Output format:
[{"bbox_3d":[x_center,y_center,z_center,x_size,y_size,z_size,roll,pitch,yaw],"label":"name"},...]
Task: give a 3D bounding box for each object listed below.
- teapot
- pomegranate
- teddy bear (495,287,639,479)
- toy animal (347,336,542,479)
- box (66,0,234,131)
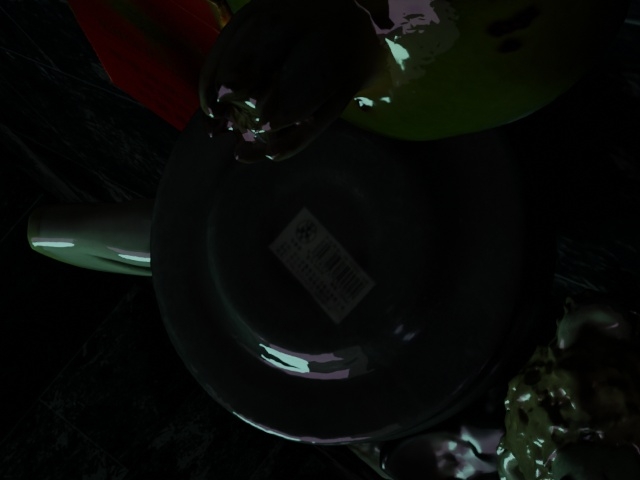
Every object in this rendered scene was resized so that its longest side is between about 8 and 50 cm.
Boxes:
[{"bbox_3d":[0.010,0.025,0.870,0.239,0.321,0.239,14,-128,-66],"label":"teapot"},{"bbox_3d":[0.030,-0.106,0.506,0.180,0.210,0.180,26,151,16],"label":"pomegranate"},{"bbox_3d":[0.243,0.156,0.928,0.256,0.156,0.267,28,120,19],"label":"teddy bear"},{"bbox_3d":[0.122,0.140,1.159,0.302,0.194,0.344,41,163,-33],"label":"toy animal"},{"bbox_3d":[-0.089,-0.162,0.929,0.197,0.089,0.313,36,168,17],"label":"box"}]
